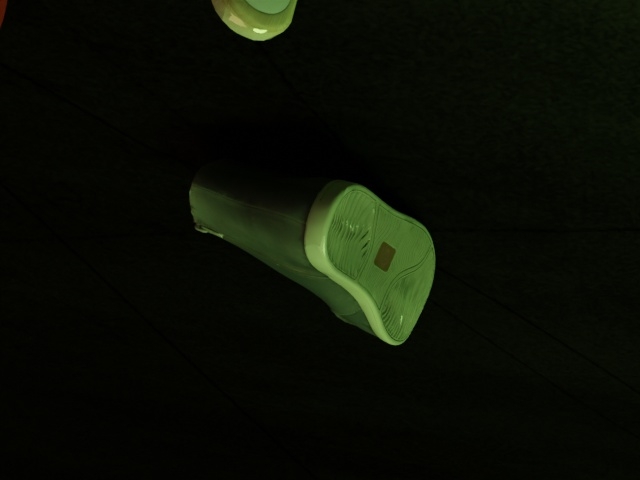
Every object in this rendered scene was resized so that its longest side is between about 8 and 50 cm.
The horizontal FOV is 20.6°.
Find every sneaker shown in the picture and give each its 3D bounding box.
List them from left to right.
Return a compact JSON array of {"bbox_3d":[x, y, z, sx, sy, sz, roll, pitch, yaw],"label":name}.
[{"bbox_3d":[0.000,0.000,1.241,0.118,0.083,0.222,19,165,27],"label":"sneaker"}]

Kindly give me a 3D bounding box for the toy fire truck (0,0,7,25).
[{"bbox_3d":[-0.270,-0.182,1.005,0.135,0.047,0.192,4,152,14],"label":"toy fire truck"}]

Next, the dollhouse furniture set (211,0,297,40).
[{"bbox_3d":[-0.004,-0.242,0.663,0.303,0.174,0.355,28,148,-30],"label":"dollhouse furniture set"}]
